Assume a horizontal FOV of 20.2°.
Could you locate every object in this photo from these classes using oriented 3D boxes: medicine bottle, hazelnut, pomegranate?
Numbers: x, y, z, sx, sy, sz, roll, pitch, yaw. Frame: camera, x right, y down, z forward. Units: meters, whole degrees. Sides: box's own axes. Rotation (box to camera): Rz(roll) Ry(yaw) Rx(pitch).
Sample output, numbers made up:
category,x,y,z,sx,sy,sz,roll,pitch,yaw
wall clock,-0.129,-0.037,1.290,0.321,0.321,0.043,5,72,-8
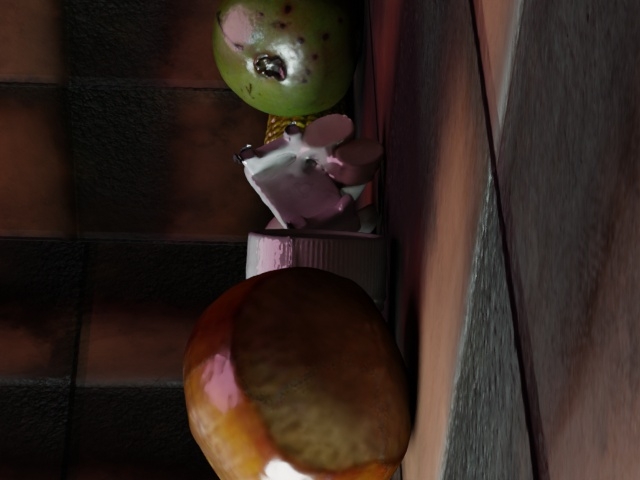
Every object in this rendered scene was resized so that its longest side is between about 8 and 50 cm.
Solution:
category,x,y,z,sx,sy,sz,roll,pitch,yaw
medicine bottle,-0.008,0.116,1.600,0.144,0.144,0.252,-143,52,-86
hazelnut,-0.025,0.128,1.443,0.214,0.176,0.214,-6,82,53
pomegranate,-0.031,-0.232,2.072,0.210,0.179,0.179,-12,-76,-73

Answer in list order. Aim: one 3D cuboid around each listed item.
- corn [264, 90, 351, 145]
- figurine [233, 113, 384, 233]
category,x,y,z,sx,sy,sz,roll,pitch,yaw
corn,-0.011,-0.164,2.205,0.305,0.106,0.106,-85,0,-51
figurine,-0.005,0.008,1.793,0.144,0.182,0.257,-42,-30,-27
